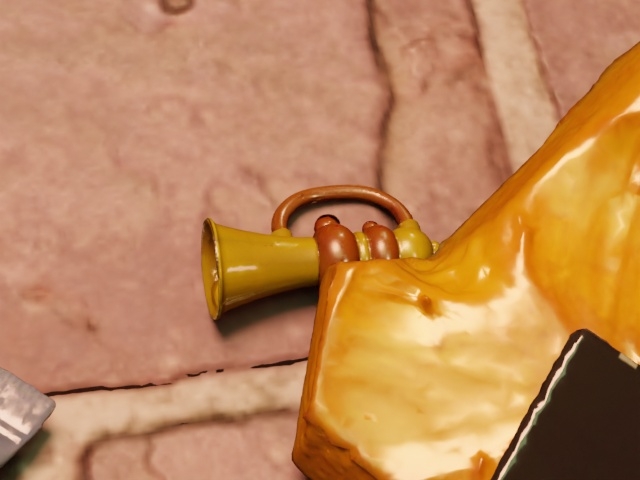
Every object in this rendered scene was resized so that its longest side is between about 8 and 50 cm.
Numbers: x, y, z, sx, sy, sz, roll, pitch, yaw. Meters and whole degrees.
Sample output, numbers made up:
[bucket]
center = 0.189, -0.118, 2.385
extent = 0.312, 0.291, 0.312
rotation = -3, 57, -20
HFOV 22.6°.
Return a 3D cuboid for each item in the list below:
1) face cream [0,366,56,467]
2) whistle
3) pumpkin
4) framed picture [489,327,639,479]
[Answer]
[face cream]
center = -0.264, 0.173, 0.596
extent = 0.135, 0.086, 0.385
rotation = 30, 60, 7
[whistle]
center = -0.002, 0.005, 0.732
extent = 0.109, 0.057, 0.046
rotation = -7, 109, -18
[pumpkin]
center = 0.114, 0.083, 0.663
extent = 0.290, 0.095, 0.258
rotation = -34, 76, -16
[framed picture]
center = 0.108, 0.230, 0.559
extent = 0.244, 0.013, 0.324
rotation = 36, 73, -11
